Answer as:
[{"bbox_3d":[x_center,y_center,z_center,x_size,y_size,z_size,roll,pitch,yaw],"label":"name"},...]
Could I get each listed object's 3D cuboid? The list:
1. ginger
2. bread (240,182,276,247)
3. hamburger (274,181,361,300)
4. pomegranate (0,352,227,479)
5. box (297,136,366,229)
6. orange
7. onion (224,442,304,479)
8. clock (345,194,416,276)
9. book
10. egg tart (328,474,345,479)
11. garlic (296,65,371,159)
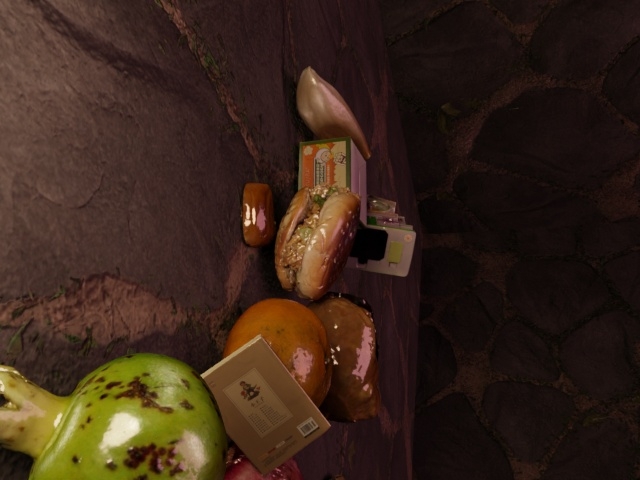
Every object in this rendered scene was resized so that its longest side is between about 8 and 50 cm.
[{"bbox_3d":[0.028,0.277,1.251,0.223,0.201,0.269,-77,160,-56],"label":"ginger"},{"bbox_3d":[-0.116,-0.050,1.126,0.126,0.044,0.128,14,70,-74],"label":"bread"},{"bbox_3d":[0.000,0.000,1.233,0.243,0.146,0.285,89,21,-54],"label":"hamburger"},{"bbox_3d":[-0.211,0.206,0.555,0.263,0.211,0.211,30,45,-19],"label":"pomegranate"},{"bbox_3d":[0.030,-0.137,1.438,0.177,0.148,0.194,36,53,-67],"label":"box"},{"bbox_3d":[-0.069,0.218,1.001,0.240,0.172,0.239,-3,90,-72],"label":"orange"},{"bbox_3d":[-0.086,0.480,0.988,0.227,0.120,0.283,-61,145,-52],"label":"onion"},{"bbox_3d":[0.144,-0.036,1.671,0.309,0.235,0.166,-81,179,-70],"label":"clock"},{"bbox_3d":[-0.092,0.261,0.881,0.198,0.139,0.016,56,-2,-15],"label":"book"},{"bbox_3d":[0.053,0.733,1.441,0.231,0.099,0.252,59,35,-50],"label":"egg tart"},{"bbox_3d":[0.024,-0.313,1.455,0.318,0.143,0.112,40,75,-42],"label":"garlic"}]
